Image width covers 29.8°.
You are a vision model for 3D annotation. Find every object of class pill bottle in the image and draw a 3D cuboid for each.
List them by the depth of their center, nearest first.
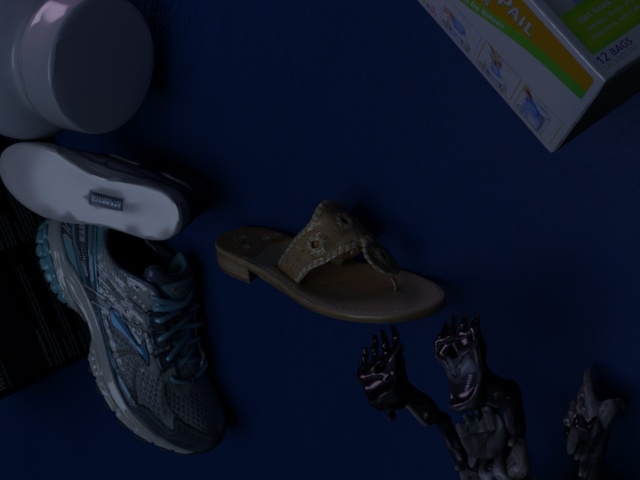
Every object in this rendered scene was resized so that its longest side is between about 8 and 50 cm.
[{"bbox_3d":[-0.306,-0.187,1.133,0.302,0.169,0.169,17,117,34],"label":"pill bottle"}]

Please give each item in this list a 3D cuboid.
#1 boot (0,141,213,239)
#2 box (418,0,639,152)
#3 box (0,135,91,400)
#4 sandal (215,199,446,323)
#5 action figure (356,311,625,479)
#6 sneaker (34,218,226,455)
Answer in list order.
[{"bbox_3d":[-0.199,-0.050,1.123,0.190,0.086,0.069,20,110,12],"label":"boot"},{"bbox_3d":[0.140,-0.180,0.786,0.203,0.114,0.103,52,161,12],"label":"box"},{"bbox_3d":[-0.333,0.018,1.226,0.103,0.184,0.261,-18,95,41],"label":"box"},{"bbox_3d":[-0.004,0.003,1.016,0.240,0.088,0.079,15,122,40],"label":"sandal"},{"bbox_3d":[0.157,0.166,0.922,0.164,0.141,0.275,-24,118,34],"label":"action figure"},{"bbox_3d":[-0.168,0.078,1.170,0.122,0.110,0.283,-32,90,31],"label":"sneaker"}]
